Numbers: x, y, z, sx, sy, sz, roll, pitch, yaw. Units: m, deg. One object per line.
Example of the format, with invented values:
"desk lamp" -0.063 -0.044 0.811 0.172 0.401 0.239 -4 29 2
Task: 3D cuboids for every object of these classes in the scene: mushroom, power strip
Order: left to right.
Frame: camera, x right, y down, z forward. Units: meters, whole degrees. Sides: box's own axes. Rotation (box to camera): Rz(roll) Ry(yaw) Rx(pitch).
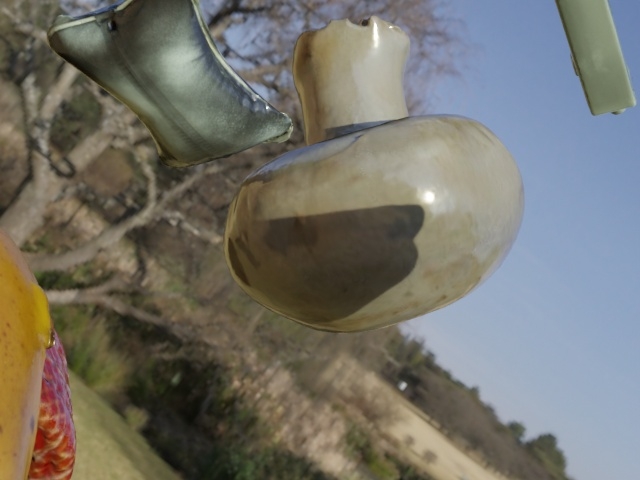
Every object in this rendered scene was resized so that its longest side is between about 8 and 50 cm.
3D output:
"mushroom" 0.034 -0.061 0.975 0.297 0.297 0.290 125 -52 -82
"power strip" 0.291 -0.299 1.167 0.091 0.062 0.385 -82 150 -51

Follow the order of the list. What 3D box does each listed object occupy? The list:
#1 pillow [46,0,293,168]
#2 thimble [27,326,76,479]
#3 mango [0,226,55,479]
"pillow" -0.085 -0.091 0.594 0.136 0.091 0.055 54 6 -41
"thimble" -0.525 0.237 1.459 0.350 0.350 0.231 43 16 -36
"mango" -0.278 0.082 0.649 0.191 0.160 0.290 8 46 -42
